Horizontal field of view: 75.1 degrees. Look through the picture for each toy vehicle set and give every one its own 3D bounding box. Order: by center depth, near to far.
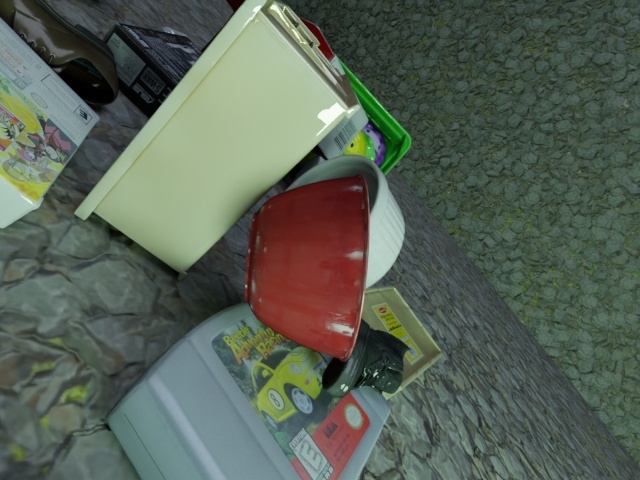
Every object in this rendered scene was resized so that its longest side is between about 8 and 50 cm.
[{"bbox_3d":[0.119,0.159,0.716,0.166,0.035,0.267,56,22,20],"label":"toy vehicle set"}]

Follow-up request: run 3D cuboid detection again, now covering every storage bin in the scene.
[{"bbox_3d":[-0.098,-0.130,0.482,0.123,0.262,0.260,41,21,-20],"label":"storage bin"}]

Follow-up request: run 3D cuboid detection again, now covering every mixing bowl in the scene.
[{"bbox_3d":[-0.019,0.021,0.403,0.098,0.181,0.181,5,30,-5],"label":"mixing bowl"}]

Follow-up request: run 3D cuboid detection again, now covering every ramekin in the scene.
[{"bbox_3d":[0.025,-0.015,0.617,0.109,0.207,0.207,44,18,-38],"label":"ramekin"}]

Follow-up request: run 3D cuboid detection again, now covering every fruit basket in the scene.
[{"bbox_3d":[0.041,-0.276,1.075,0.392,0.283,0.392,42,3,-3],"label":"fruit basket"}]

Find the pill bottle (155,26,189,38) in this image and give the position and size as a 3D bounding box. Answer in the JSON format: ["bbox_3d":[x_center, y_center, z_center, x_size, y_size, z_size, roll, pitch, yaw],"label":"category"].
[{"bbox_3d":[-0.322,-0.435,0.900,0.043,0.043,0.083,48,20,0],"label":"pill bottle"}]

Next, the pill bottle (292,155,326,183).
[{"bbox_3d":[0.044,-0.079,0.883,0.208,0.117,0.117,39,22,-23],"label":"pill bottle"}]

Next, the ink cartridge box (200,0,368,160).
[{"bbox_3d":[-0.090,-0.330,0.845,0.309,0.130,0.272,37,-2,31],"label":"ink cartridge box"}]

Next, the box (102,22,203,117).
[{"bbox_3d":[-0.194,-0.229,0.736,0.307,0.076,0.242,44,20,-11],"label":"box"}]

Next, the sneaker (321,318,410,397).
[{"bbox_3d":[0.059,0.139,0.463,0.089,0.051,0.170,43,17,0],"label":"sneaker"}]

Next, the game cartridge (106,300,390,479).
[{"bbox_3d":[-0.038,0.150,0.400,0.196,0.060,0.294,48,20,12],"label":"game cartridge"}]

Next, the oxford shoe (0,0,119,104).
[{"bbox_3d":[-0.324,-0.220,0.455,0.227,0.083,0.096,13,44,-55],"label":"oxford shoe"}]

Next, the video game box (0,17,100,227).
[{"bbox_3d":[-0.298,-0.136,0.338,0.205,0.048,0.187,52,12,-35],"label":"video game box"}]
